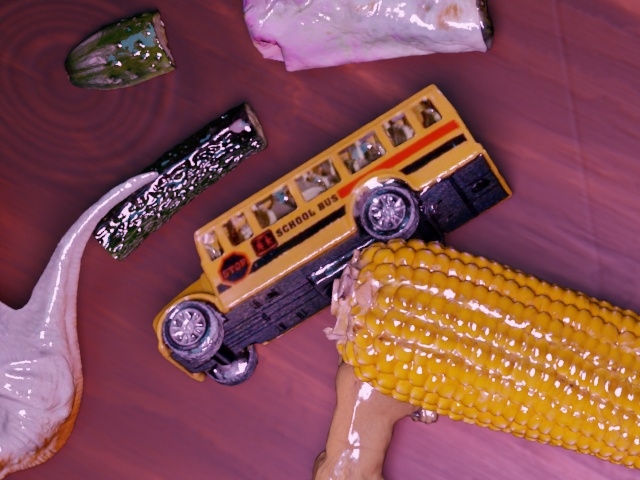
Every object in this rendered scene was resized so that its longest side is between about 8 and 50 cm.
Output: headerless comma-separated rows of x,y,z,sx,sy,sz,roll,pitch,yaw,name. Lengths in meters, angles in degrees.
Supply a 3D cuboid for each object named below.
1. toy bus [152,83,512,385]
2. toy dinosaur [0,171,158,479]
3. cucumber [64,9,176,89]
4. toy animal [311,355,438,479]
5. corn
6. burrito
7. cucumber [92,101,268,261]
0.000,0.000,1.697,0.335,0.121,0.123,-31,64,7,toy bus
-0.279,0.090,1.732,0.205,0.092,0.393,41,80,-24,toy dinosaur
-0.198,-0.180,1.826,0.107,0.035,0.067,-19,77,12,cucumber
0.033,0.188,1.658,0.103,0.101,0.218,13,82,16,toy animal
0.192,0.104,1.588,0.387,0.144,0.144,18,84,-3,corn
0.041,-0.229,1.749,0.229,0.089,0.144,-8,75,11,burrito
-0.132,-0.058,1.774,0.187,0.058,0.058,-38,73,4,cucumber
